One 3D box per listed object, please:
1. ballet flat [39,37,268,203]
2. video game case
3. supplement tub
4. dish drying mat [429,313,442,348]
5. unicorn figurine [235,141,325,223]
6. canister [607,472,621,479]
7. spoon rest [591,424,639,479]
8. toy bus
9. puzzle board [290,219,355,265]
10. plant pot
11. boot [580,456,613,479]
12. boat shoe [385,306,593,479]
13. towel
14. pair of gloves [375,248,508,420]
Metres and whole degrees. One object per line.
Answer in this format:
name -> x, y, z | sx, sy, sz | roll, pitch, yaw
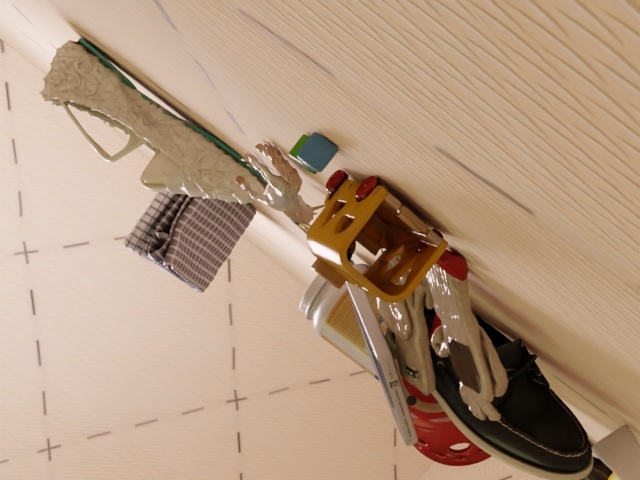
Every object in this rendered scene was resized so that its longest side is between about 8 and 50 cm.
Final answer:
ballet flat -> -0.276, -0.159, 1.660 | 0.409, 0.147, 0.147 | 37, 175, 5
video game case -> 0.081, 0.156, 1.411 | 0.190, 0.022, 0.173 | -111, 2, -54
supplement tub -> 0.079, 0.128, 1.706 | 0.199, 0.144, 0.144 | 37, 175, 15
dish drying mat -> 0.153, 0.097, 1.292 | 0.008, 0.083, 0.032 | 8, -168, -31
unicorn figurine -> -0.052, -0.067, 1.335 | 0.111, 0.060, 0.162 | 38, 175, 3
canister -> 0.515, 0.404, 1.570 | 0.126, 0.073, 0.170 | 38, 176, -3
spoon rest -> 0.444, 0.355, 1.384 | 0.276, 0.137, 0.084 | 51, -175, -38
toy bus -> 0.039, -0.001, 1.057 | 0.191, 0.104, 0.202 | 35, 174, 28
puzzle board -> 0.000, 0.000, 1.866 | 0.096, 0.011, 0.128 | 33, 174, 44
plant pot -> 0.194, 0.224, 1.551 | 0.191, 0.191, 0.174 | 35, 169, 30
boot -> 0.429, 0.370, 1.904 | 0.229, 0.091, 0.263 | 43, 171, -3
boat shoe -> 0.214, 0.162, 1.310 | 0.127, 0.113, 0.340 | -12, -142, -31
towel -> -0.262, -0.026, 2.203 | 0.121, 0.235, 0.284 | 32, 174, 20
pair of gloves -> 0.138, 0.099, 1.223 | 0.240, 0.042, 0.204 | 15, 126, 66
